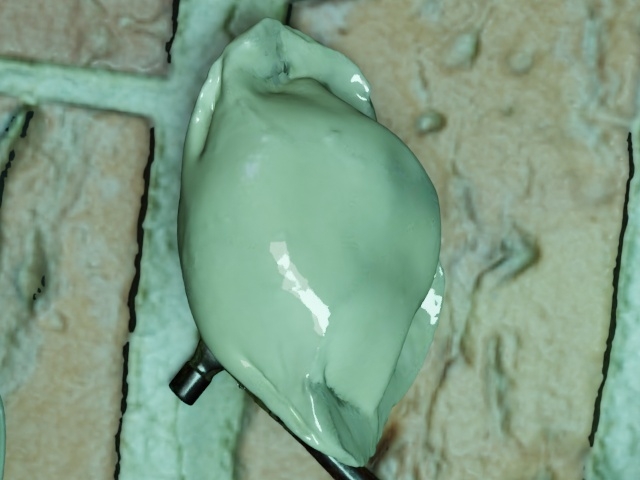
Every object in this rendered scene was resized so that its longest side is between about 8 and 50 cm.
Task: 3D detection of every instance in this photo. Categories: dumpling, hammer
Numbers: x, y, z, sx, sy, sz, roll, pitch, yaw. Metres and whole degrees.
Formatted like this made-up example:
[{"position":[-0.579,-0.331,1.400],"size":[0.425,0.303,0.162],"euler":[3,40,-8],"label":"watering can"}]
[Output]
[{"position":[0.000,0.000,0.970],"size":[0.132,0.162,0.250],"euler":[-16,81,36],"label":"dumpling"},{"position":[-0.007,0.118,1.032],"size":[0.178,0.021,0.065],"euler":[43,92,-6],"label":"hammer"}]

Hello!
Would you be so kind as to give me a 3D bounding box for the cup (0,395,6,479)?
[{"position":[-0.287,0.124,0.965],"size":[0.226,0.185,0.241],"euler":[10,59,4],"label":"cup"}]
